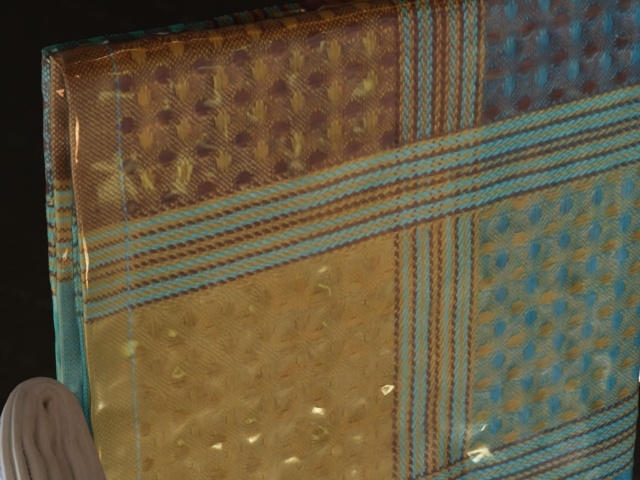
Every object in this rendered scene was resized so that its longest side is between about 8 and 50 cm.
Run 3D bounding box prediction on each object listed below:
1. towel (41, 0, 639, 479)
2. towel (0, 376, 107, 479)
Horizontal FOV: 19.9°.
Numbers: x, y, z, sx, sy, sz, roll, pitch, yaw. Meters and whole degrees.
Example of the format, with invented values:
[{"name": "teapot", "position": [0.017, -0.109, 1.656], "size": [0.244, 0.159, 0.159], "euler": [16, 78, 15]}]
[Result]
[{"name": "towel", "position": [0.020, 0.075, 0.740], "size": [0.040, 0.271, 0.370], "euler": [36, 133, 51]}, {"name": "towel", "position": [-0.110, 0.210, 0.640], "size": [0.285, 0.034, 0.209], "euler": [-64, 38, 40]}]
